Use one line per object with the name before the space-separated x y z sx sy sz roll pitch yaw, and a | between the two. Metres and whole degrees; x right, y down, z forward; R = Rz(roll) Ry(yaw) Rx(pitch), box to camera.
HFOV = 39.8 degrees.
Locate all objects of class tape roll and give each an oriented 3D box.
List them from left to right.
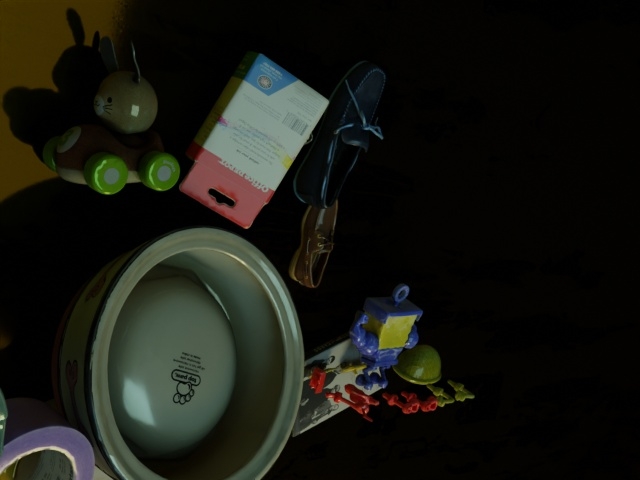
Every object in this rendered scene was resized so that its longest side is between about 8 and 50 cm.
tape roll | -0.387 0.299 1.115 0.189 0.080 0.189 -30 132 -38

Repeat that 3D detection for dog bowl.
dog bowl | -0.213 0.185 1.313 0.408 0.150 0.408 7 81 -49

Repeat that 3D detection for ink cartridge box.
ink cartridge box | -0.108 -0.150 1.329 0.134 0.078 0.231 31 93 -25

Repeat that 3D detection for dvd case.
dvd case | 0.031 0.271 1.769 0.239 0.029 0.179 -24 128 -31

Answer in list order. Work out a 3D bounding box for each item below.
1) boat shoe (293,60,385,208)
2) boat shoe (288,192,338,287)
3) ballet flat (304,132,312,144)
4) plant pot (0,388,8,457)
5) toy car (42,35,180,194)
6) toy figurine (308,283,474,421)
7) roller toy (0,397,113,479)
boat shoe | 0.052 -0.169 1.480 0.109 0.089 0.258 10 107 -45
boat shoe | 0.000 0.000 1.556 0.064 0.060 0.178 1 113 -42
ballet flat | -0.054 -0.179 1.417 0.114 0.041 0.041 12 106 -45
plant pot | -0.528 0.147 0.976 0.341 0.334 0.341 -21 126 -31
toy car | -0.272 -0.169 1.157 0.149 0.155 0.188 -7 109 -39
toy figurine | 0.164 0.190 1.693 0.362 0.191 0.217 1 108 -43
roller toy | -0.382 0.343 1.359 0.209 0.146 0.191 -36 126 -31
